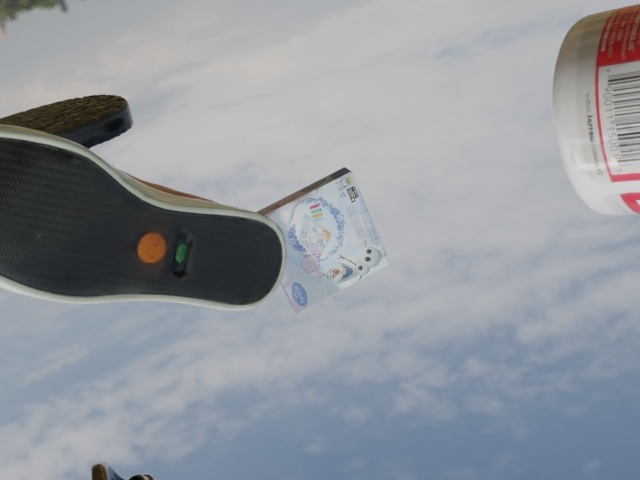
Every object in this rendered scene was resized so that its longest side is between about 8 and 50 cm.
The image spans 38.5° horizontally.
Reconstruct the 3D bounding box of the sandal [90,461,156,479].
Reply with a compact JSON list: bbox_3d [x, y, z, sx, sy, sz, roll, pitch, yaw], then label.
[{"bbox_3d":[-0.171,0.269,0.889,0.060,0.219,0.090,-19,-124,-1],"label":"sandal"}]

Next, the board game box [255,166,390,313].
[{"bbox_3d":[0.000,0.000,0.748,0.090,0.090,0.020,-27,-158,-8],"label":"board game box"}]

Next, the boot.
[{"bbox_3d":[-0.166,-0.015,0.583,0.244,0.088,0.176,17,178,-41],"label":"boot"}]

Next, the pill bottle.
[{"bbox_3d":[0.463,-0.148,0.914,0.407,0.229,0.229,-3,-154,38],"label":"pill bottle"}]

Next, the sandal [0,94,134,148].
[{"bbox_3d":[-0.365,-0.010,0.791,0.445,0.107,0.167,-26,-155,-15],"label":"sandal"}]
